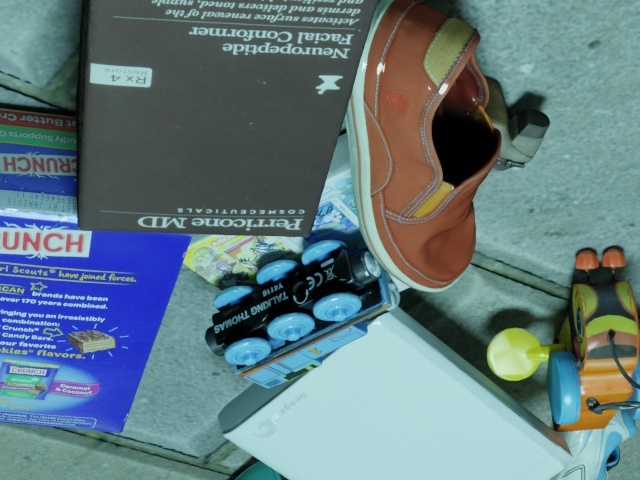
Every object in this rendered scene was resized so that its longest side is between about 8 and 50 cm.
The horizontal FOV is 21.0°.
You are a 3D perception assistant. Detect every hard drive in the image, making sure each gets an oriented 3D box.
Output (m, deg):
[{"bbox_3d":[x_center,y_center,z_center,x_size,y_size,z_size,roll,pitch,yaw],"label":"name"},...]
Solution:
[{"bbox_3d":[0.078,0.192,1.678,0.203,0.040,0.307,-39,127,17],"label":"hard drive"}]

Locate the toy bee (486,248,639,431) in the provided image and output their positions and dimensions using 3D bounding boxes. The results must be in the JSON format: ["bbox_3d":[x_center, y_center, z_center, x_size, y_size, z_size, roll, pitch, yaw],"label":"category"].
[{"bbox_3d":[0.278,0.095,1.653,0.195,0.162,0.298,2,168,-24],"label":"toy bee"}]

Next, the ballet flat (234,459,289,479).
[{"bbox_3d":[-0.001,0.259,1.842,0.123,0.123,0.348,14,137,-25],"label":"ballet flat"}]

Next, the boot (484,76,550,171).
[{"bbox_3d":[0.132,-0.094,1.446,0.118,0.042,0.087,23,147,-18],"label":"boot"}]

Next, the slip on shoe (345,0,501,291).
[{"bbox_3d":[0.092,-0.062,1.373,0.101,0.123,0.331,19,149,23],"label":"slip on shoe"}]

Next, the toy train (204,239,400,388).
[{"bbox_3d":[-0.013,0.063,1.528,0.184,0.080,0.105,-27,148,24],"label":"toy train"}]

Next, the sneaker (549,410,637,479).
[{"bbox_3d":[0.275,0.254,1.893,0.086,0.085,0.237,9,143,-11],"label":"sneaker"}]

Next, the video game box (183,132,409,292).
[{"bbox_3d":[0.000,0.000,1.543,0.205,0.048,0.187,-25,142,24],"label":"video game box"}]

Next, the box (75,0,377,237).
[{"bbox_3d":[-0.075,-0.151,1.217,0.191,0.143,0.381,1,152,-8],"label":"box"}]

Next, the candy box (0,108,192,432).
[{"bbox_3d":[-0.268,0.029,1.483,0.268,0.122,0.317,7,143,-15],"label":"candy box"}]
